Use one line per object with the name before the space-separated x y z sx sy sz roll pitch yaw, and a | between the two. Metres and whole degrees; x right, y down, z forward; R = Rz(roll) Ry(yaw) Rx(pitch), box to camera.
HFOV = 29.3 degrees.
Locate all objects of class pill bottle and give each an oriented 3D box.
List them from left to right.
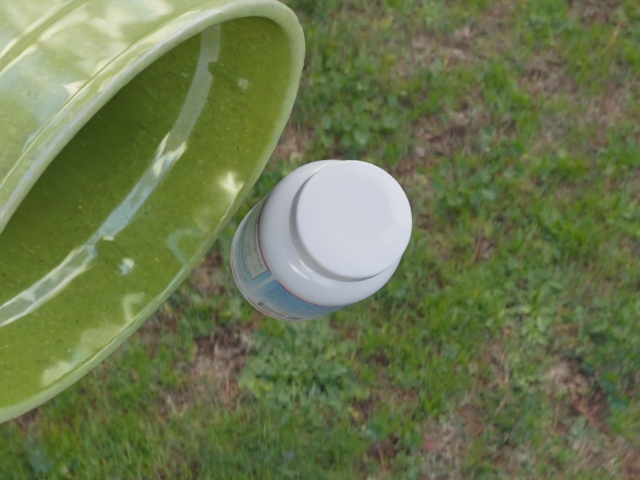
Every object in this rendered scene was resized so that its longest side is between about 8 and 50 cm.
pill bottle | 0.000 0.000 0.742 0.087 0.160 0.087 2 81 -14

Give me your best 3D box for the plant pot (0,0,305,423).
plant pot | -0.192 -0.085 0.668 0.254 0.276 0.276 39 65 12
